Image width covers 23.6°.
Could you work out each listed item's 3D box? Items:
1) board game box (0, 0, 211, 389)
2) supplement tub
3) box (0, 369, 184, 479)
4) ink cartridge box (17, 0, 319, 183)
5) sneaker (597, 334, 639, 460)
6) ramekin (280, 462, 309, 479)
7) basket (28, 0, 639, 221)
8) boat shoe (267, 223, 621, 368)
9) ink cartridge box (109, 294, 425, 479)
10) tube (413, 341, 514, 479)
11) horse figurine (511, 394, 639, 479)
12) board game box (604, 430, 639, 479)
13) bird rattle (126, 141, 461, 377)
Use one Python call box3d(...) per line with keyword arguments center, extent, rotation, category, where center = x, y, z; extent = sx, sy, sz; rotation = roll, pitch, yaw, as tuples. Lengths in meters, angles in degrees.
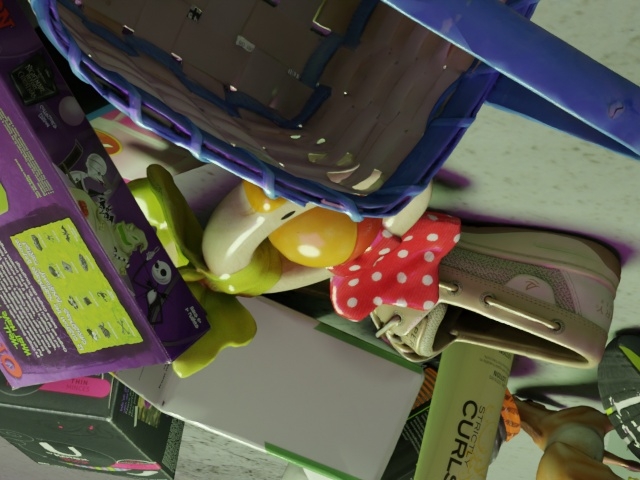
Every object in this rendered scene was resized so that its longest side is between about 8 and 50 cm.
box3d(center=(-0.226, -0.065, 0.986), extent=(0.208, 0.056, 0.346), rotation=(-15, 110, 45), category="board game box")
box3d(center=(0.085, 0.188, 1.434), extent=(0.117, 0.190, 0.117), rotation=(55, 163, 26), category="supplement tub")
box3d(center=(-0.243, 0.145, 1.582), extent=(0.165, 0.143, 0.270), rotation=(6, 159, 11), category="box")
box3d(center=(-0.168, -0.106, 1.076), extent=(0.176, 0.069, 0.371), rotation=(28, 157, -31), category="ink cartridge box")
box3d(center=(0.373, 0.172, 1.341), extent=(0.300, 0.121, 0.111), rotation=(38, 155, -5), category="sneaker")
box3d(center=(0.026, 0.271, 1.603), extent=(0.127, 0.273, 0.273), rotation=(25, 159, 8), category="ramekin")
box3d(center=(-0.007, -0.124, 0.697), extent=(0.255, 0.201, 0.289), rotation=(28, -174, -32), category="basket")
box3d(center=(0.080, 0.041, 1.214), extent=(0.302, 0.098, 0.109), rotation=(7, 157, 17), category="boat shoe")
box3d(center=(-0.067, 0.105, 1.326), extent=(0.201, 0.117, 0.278), rotation=(25, 176, -21), category="ink cartridge box")
box3d(center=(0.120, 0.160, 1.286), extent=(0.070, 0.240, 0.062), rotation=(17, 160, -4), category="tube")
box3d(center=(0.259, 0.214, 1.426), extent=(0.175, 0.263, 0.066), rotation=(14, 114, 1), category="horse figurine")
box3d(center=(0.461, 0.277, 1.546), extent=(0.303, 0.097, 0.224), rotation=(3, 156, 30), category="board game box")
box3d(center=(0.000, 0.000, 1.057), extent=(0.254, 0.143, 0.207), rotation=(-3, 154, -25), category="bird rattle")
